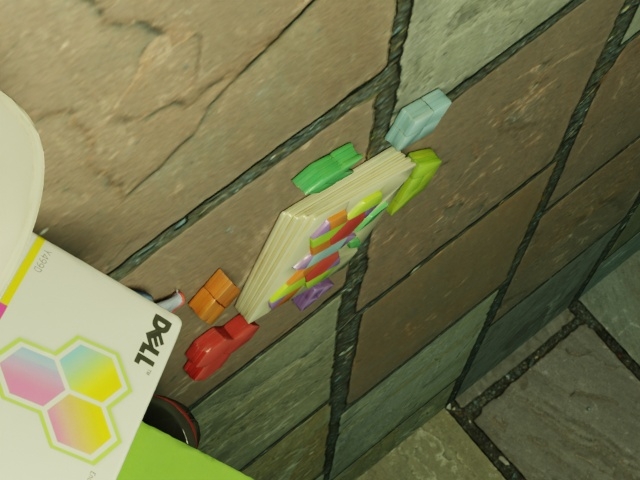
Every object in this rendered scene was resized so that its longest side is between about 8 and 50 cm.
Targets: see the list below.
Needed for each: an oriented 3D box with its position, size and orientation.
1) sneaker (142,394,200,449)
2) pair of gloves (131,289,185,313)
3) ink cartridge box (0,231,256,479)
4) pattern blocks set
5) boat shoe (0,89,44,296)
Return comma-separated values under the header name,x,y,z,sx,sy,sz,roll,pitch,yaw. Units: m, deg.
name,x,y,z,sx,sy,sz,roll,pitch,yaw
sneaker,-0.211,0.223,1.359,0.276,0.098,0.135,-36,178,11
pair of gloves,-0.183,0.101,1.216,0.198,0.023,0.159,-47,165,27
ink cartridge box,-0.121,0.128,0.868,0.097,0.255,0.189,-52,-168,38
pattern blocks set,0.000,0.000,1.382,0.285,0.026,0.325,-35,165,-24
boat shoe,-0.268,0.059,0.725,0.340,0.127,0.158,-49,-163,-11
